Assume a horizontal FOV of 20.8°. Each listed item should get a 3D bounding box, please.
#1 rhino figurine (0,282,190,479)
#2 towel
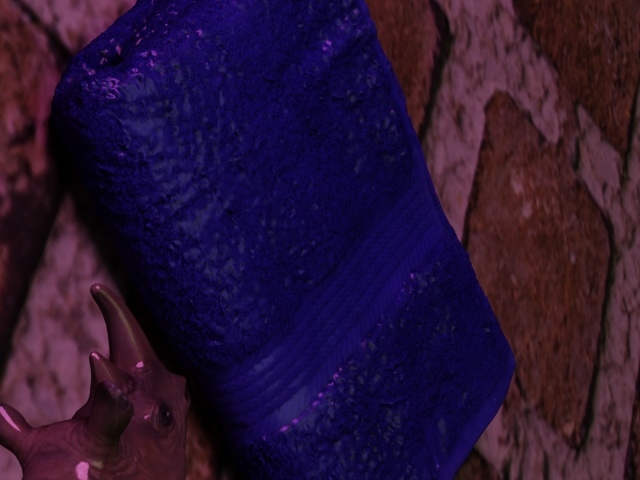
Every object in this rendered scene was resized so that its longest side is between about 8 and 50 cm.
[{"bbox_3d":[-0.060,0.131,0.521,0.106,0.073,0.243,17,67,-56],"label":"rhino figurine"},{"bbox_3d":[0.000,0.000,0.893,0.308,0.076,0.227,63,37,-23],"label":"towel"}]
